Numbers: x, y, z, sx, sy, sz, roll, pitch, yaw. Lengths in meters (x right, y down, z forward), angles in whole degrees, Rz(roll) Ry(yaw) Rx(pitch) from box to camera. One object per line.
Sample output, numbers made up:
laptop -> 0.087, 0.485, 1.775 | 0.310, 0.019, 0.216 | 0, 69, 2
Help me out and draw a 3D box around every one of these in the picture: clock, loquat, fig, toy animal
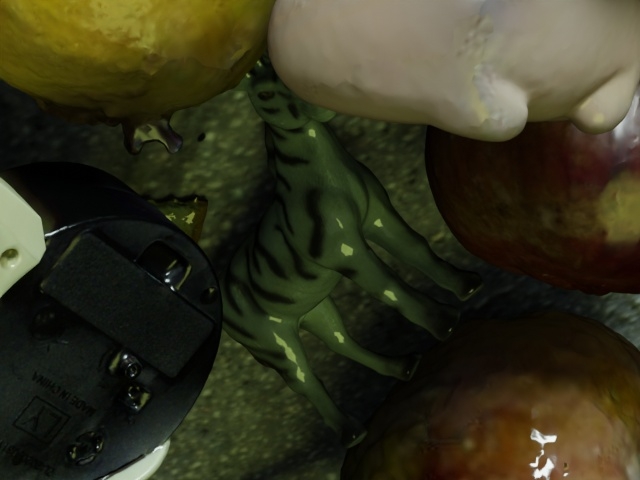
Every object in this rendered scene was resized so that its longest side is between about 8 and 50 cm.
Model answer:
clock -> -0.212, 0.043, 0.791 | 0.276, 0.120, 0.379 | -54, 135, 0
loquat -> -0.093, -0.146, 0.802 | 0.172, 0.149, 0.204 | 0, 112, -33
fig -> 0.160, -0.064, 0.973 | 0.205, 0.205, 0.205 | -11, 136, -11
toy animal -> 0.073, -0.160, 0.755 | 0.210, 0.229, 0.221 | -2, 131, -32
fig -> 0.084, 0.193, 1.184 | 0.369, 0.286, 0.286 | -7, 147, 33
toy animal -> 0.015, 0.005, 1.005 | 0.090, 0.170, 0.255 | -42, 151, -46

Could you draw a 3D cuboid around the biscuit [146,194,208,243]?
biscuit -> -0.192, 0.025, 1.031 | 0.231, 0.016, 0.139 | 0, 134, -21
